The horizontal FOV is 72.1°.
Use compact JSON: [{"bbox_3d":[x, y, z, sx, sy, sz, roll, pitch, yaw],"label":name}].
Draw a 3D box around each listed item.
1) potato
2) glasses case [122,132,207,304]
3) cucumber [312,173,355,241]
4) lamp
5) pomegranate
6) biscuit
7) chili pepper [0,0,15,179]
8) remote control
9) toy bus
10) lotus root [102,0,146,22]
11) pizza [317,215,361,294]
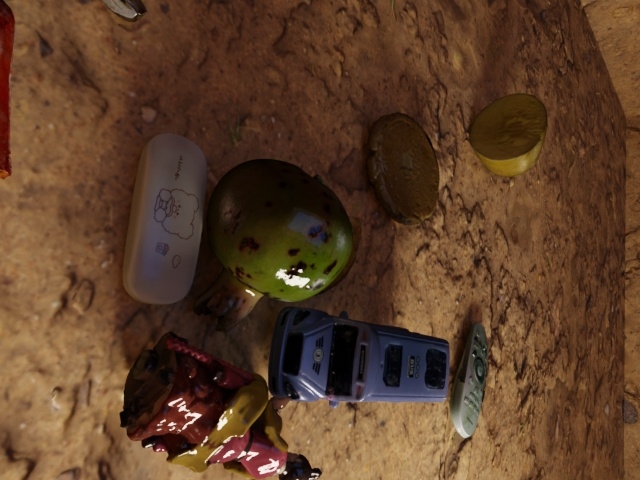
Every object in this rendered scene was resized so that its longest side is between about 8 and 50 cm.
[{"bbox_3d":[0.474,-0.238,1.094,0.158,0.178,0.203,43,37,-50],"label":"potato"},{"bbox_3d":[-0.172,-0.025,0.493,0.074,0.049,0.193,16,75,-43],"label":"glasses case"},{"bbox_3d":[0.010,-0.040,0.621,0.107,0.035,0.067,60,18,-13],"label":"cucumber"},{"bbox_3d":[-0.096,0.201,0.496,0.253,0.118,0.118,38,59,-33],"label":"lamp"},{"bbox_3d":[-0.065,0.001,0.532,0.179,0.210,0.179,43,27,-28],"label":"pomegranate"},{"bbox_3d":[0.160,-0.135,0.842,0.226,0.042,0.226,6,82,-45],"label":"biscuit"},{"bbox_3d":[-0.299,-0.141,0.378,0.088,0.065,0.169,19,67,-43],"label":"chili pepper"},{"bbox_3d":[0.320,0.292,0.941,0.097,0.045,0.256,52,49,-28],"label":"remote control"},{"bbox_3d":[0.067,0.176,0.642,0.292,0.133,0.125,20,71,-42],"label":"toy bus"},{"bbox_3d":[-0.232,-0.281,0.484,0.083,0.030,0.037,56,19,-28],"label":"lotus root"},{"bbox_3d":[0.000,0.001,0.661,0.175,0.046,0.134,-39,107,-45],"label":"pizza"}]
